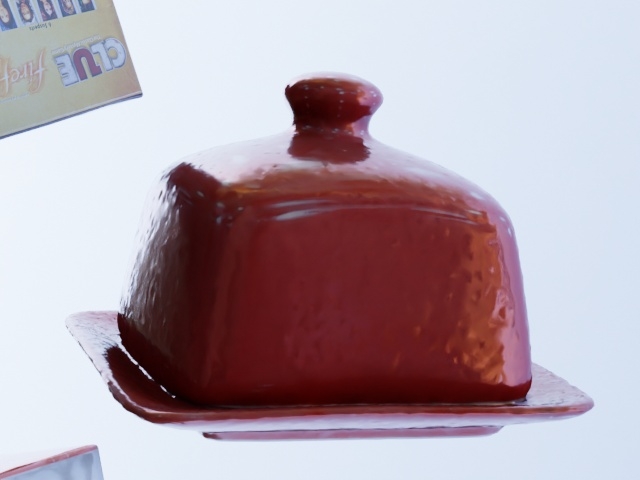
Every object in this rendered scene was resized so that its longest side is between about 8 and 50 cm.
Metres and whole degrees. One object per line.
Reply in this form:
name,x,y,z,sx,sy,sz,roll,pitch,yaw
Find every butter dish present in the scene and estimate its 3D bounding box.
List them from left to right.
butter dish,0.000,0.000,0.506,0.160,0.160,0.118,-152,-114,-70

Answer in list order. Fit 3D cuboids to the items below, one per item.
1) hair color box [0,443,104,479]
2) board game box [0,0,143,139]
hair color box,-0.102,0.092,0.295,0.043,0.141,0.072,-11,-91,36
board game box,-0.183,-0.100,0.520,0.042,0.243,0.165,-11,-81,40
